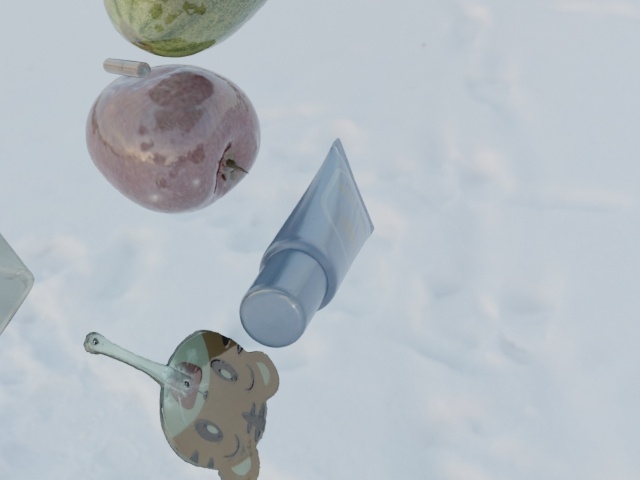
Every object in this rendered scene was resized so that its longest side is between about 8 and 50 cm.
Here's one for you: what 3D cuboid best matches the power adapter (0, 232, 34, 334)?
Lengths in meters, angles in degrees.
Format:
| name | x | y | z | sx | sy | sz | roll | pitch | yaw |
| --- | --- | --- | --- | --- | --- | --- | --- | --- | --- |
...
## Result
| name | x | y | z | sx | sy | sz | roll | pitch | yaw |
| --- | --- | --- | --- | --- | --- | --- | --- | --- | --- |
| power adapter | -0.414 | 0.011 | 0.949 | 0.205 | 0.130 | 0.125 | 43 | 15 | 27 |

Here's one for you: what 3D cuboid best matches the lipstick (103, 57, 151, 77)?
| name | x | y | z | sx | sy | sz | roll | pitch | yaw |
| --- | --- | --- | --- | --- | --- | --- | --- | --- | --- |
| lipstick | -0.219 | -0.195 | 1.039 | 0.019 | 0.019 | 0.094 | -29 | 27 | -28 |

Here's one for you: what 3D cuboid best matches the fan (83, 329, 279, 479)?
| name | x | y | z | sx | sy | sz | roll | pitch | yaw |
| --- | --- | --- | --- | --- | --- | --- | --- | --- | --- |
| fan | -0.133 | 0.141 | 0.907 | 0.008 | 0.226 | 0.153 | -26 | 42 | 42 |

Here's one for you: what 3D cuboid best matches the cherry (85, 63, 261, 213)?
| name | x | y | z | sx | sy | sz | roll | pitch | yaw |
| --- | --- | --- | --- | --- | --- | --- | --- | --- | --- |
| cherry | -0.233 | -0.164 | 1.441 | 0.307 | 0.221 | 0.261 | 18 | 34 | 25 |

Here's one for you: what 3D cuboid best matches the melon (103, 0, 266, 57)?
| name | x | y | z | sx | sy | sz | roll | pitch | yaw |
| --- | --- | --- | --- | --- | --- | --- | --- | --- | --- |
| melon | -0.180 | -0.416 | 1.337 | 0.248 | 0.248 | 0.329 | 19 | 73 | 38 |

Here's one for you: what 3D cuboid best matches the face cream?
| name | x | y | z | sx | sy | sz | roll | pitch | yaw |
| --- | --- | --- | --- | --- | --- | --- | --- | --- | --- |
| face cream | 0.000 | 0.000 | 1.053 | 0.086 | 0.136 | 0.385 | -16 | 18 | 21 |
